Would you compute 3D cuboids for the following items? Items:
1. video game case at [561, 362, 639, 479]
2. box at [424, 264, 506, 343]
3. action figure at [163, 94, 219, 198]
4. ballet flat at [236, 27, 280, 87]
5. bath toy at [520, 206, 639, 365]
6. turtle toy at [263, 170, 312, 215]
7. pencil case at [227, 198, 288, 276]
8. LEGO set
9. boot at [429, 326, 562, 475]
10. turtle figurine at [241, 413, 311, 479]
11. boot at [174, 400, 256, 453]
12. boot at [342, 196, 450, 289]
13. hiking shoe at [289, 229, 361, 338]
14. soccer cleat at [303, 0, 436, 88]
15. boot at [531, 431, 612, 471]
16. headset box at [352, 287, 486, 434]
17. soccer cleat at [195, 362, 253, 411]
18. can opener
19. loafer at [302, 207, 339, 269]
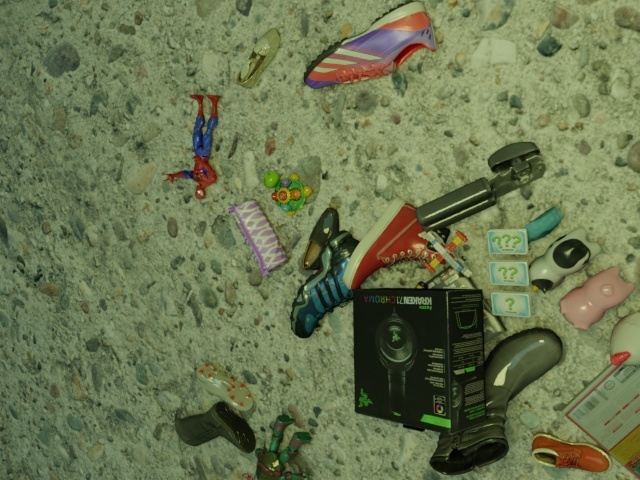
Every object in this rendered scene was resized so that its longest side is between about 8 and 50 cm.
[{"bbox_3d":[0.674,0.380,1.115,0.285,0.025,0.204,42,113,16],"label":"video game case"},{"bbox_3d":[0.266,0.186,1.243,0.231,0.056,0.183,-37,73,18],"label":"box"},{"bbox_3d":[-0.339,-0.246,1.475,0.091,0.139,0.280,8,103,27],"label":"action figure"},{"bbox_3d":[-0.157,-0.459,1.397,0.057,0.052,0.168,40,112,17],"label":"ballet flat"},{"bbox_3d":[0.513,0.105,1.083,0.348,0.129,0.151,52,160,21],"label":"bath toy"},{"bbox_3d":[-0.091,-0.125,1.403,0.130,0.066,0.095,46,114,14],"label":"turtle toy"},{"bbox_3d":[-0.163,-0.011,1.443,0.086,0.088,0.206,-35,82,28],"label":"pencil case"},{"bbox_3d":[0.300,0.068,1.141,0.244,0.060,0.182,1,105,35],"label":"LEGO set"},{"bbox_3d":[0.371,0.343,1.140,0.118,0.222,0.338,38,118,-8],"label":"boot"},{"bbox_3d":[-0.115,0.603,1.495,0.175,0.118,0.234,27,103,21],"label":"turtle figurine"},{"bbox_3d":[-0.308,0.564,1.604,0.208,0.076,0.189,-37,92,29],"label":"boot"},{"bbox_3d":[0.177,0.041,1.238,0.176,0.088,0.244,35,79,16],"label":"boot"},{"bbox_3d":[0.027,0.129,1.353,0.132,0.113,0.304,33,110,20],"label":"hiking shoe"},{"bbox_3d":[0.104,-0.409,1.248,0.318,0.108,0.116,-24,90,25],"label":"soccer cleat"},{"bbox_3d":[0.525,0.460,1.165,0.158,0.085,0.059,7,98,28],"label":"boot"},{"bbox_3d":[0.195,0.239,1.128,0.246,0.131,0.283,-3,86,47],"label":"headset box"},{"bbox_3d":[-0.273,0.423,1.578,0.196,0.068,0.076,32,135,14],"label":"soccer cleat"},{"bbox_3d":[0.333,-0.115,1.176,0.283,0.076,0.095,-25,53,15],"label":"can opener"},{"bbox_3d":[0.000,0.000,1.377,0.062,0.061,0.170,23,106,23],"label":"loafer"}]
